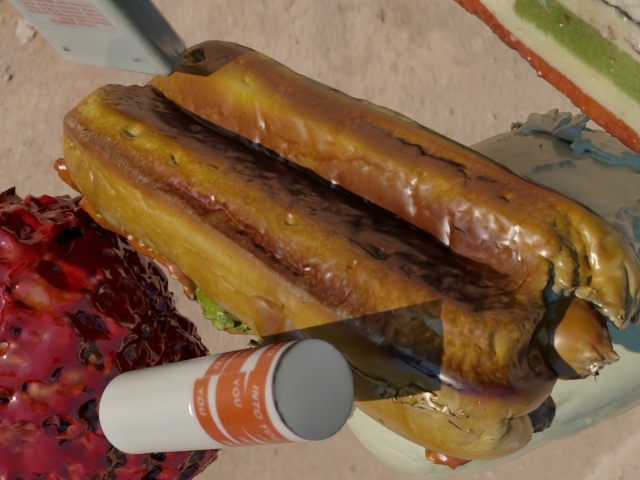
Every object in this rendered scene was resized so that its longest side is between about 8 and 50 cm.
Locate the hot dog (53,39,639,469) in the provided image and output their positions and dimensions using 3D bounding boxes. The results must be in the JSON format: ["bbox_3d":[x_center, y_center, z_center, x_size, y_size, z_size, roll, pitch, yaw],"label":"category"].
[{"bbox_3d":[0.000,0.000,0.585,0.158,0.349,0.117,-36,139,-32],"label":"hot dog"}]

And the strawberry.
[{"bbox_3d":[-0.134,0.071,0.635,0.237,0.111,0.190,34,67,-24],"label":"strawberry"}]

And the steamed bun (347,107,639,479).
[{"bbox_3d":[0.143,0.037,0.878,0.312,0.334,0.232,-25,86,8],"label":"steamed bun"}]

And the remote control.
[{"bbox_3d":[-0.146,-0.150,0.545,0.088,0.029,0.190,12,159,31],"label":"remote control"}]

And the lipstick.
[{"bbox_3d":[-0.043,0.065,0.437,0.038,0.038,0.131,44,146,-23],"label":"lipstick"}]

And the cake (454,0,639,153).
[{"bbox_3d":[0.136,-0.147,0.659,0.117,0.220,0.086,-4,142,-1],"label":"cake"}]
